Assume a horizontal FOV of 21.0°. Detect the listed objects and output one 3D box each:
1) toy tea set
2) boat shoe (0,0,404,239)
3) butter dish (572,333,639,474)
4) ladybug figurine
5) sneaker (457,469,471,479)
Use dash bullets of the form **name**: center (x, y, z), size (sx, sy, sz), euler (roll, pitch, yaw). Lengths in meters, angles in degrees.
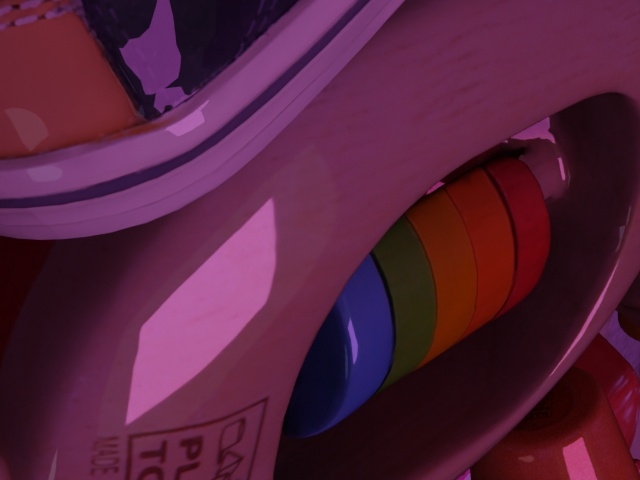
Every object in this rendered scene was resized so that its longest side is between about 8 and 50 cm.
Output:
- **toy tea set**: center (0.144, 0.077, 1.018), size (0.336, 0.200, 0.124), euler (-41, 128, -36)
- **boat shoe**: center (0.019, -0.217, 0.534), size (0.500, 0.186, 0.156), euler (-52, 137, -30)
- **butter dish**: center (0.174, 0.143, 1.217), size (0.160, 0.118, 0.160), euler (-36, 144, -36)
- **ladybug figurine**: center (0.000, 0.000, 0.760), size (0.449, 0.162, 0.305), euler (-24, 138, -46)
- **sneaker**: center (0.048, 0.165, 1.060), size (0.252, 0.103, 0.111), euler (-36, 143, -33)
